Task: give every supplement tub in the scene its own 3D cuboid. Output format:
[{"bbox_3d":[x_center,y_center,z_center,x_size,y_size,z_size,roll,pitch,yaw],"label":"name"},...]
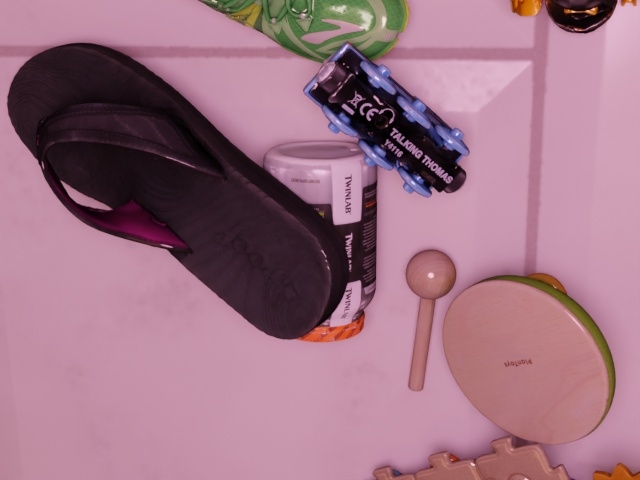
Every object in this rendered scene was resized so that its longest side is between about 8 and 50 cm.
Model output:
[{"bbox_3d":[0.000,0.000,1.001,0.117,0.117,0.190,3,106,11],"label":"supplement tub"}]

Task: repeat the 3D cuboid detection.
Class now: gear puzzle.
[{"bbox_3d":[0.205,0.284,1.026,0.339,0.044,0.175,-24,93,37],"label":"gear puzzle"}]

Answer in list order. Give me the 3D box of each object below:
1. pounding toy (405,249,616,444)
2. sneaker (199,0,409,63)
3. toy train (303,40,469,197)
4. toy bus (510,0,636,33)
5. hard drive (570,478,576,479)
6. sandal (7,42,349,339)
[{"bbox_3d":[0.209,0.095,1.008,0.237,0.110,0.182,17,124,38],"label":"pounding toy"},{"bbox_3d":[-0.061,-0.245,0.937,0.296,0.123,0.109,24,109,4],"label":"sneaker"},{"bbox_3d":[0.065,-0.114,0.937,0.184,0.105,0.080,36,104,-23],"label":"toy train"},{"bbox_3d":[0.276,-0.295,0.849,0.220,0.149,0.211,-1,93,15],"label":"toy bus"},{"bbox_3d":[0.333,0.394,1.087,0.319,0.040,0.210,21,109,5],"label":"hard drive"},{"bbox_3d":[-0.170,-0.061,0.962,0.446,0.107,0.167,33,121,23],"label":"sandal"}]
